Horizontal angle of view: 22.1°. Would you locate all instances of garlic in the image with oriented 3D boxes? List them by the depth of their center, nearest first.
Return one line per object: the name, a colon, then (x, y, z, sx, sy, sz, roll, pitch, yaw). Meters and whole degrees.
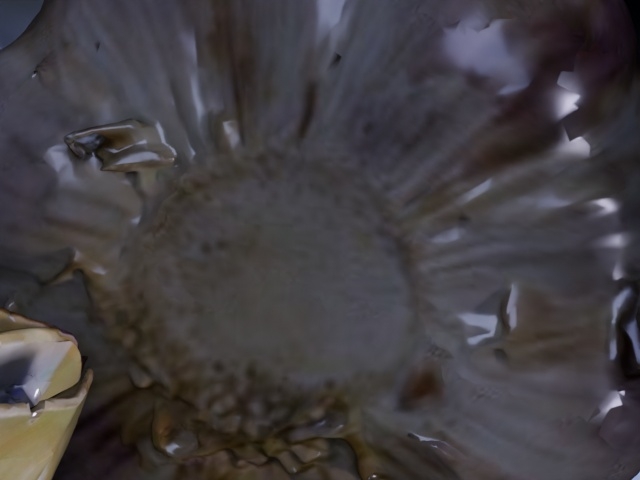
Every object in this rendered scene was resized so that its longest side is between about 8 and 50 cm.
garlic: (0.000, 0.000, 0.519, 0.245, 0.160, 0.245, 2, 102, 9)

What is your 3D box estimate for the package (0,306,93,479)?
package: (-0.186, 0.144, 0.427, 0.165, 0.221, 0.311, 30, 105, -12)
